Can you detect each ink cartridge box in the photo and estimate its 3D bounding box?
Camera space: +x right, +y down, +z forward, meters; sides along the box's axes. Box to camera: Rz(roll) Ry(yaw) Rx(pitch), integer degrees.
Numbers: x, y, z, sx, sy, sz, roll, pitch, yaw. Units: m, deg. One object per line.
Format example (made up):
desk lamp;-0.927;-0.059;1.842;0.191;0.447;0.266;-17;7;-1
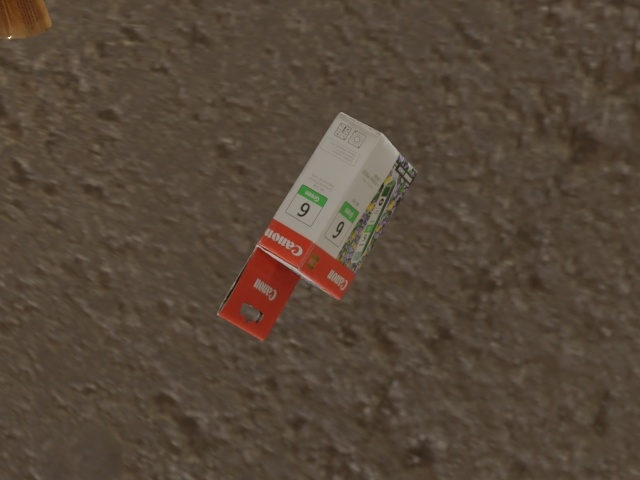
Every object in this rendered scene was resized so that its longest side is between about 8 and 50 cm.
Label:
ink cartridge box;0.000;0.000;0.744;0.115;0.029;0.063;-59;155;-3

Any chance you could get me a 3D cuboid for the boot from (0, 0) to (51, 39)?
boot;-0.298;-0.301;1.101;0.096;0.264;0.280;-37;131;-25
